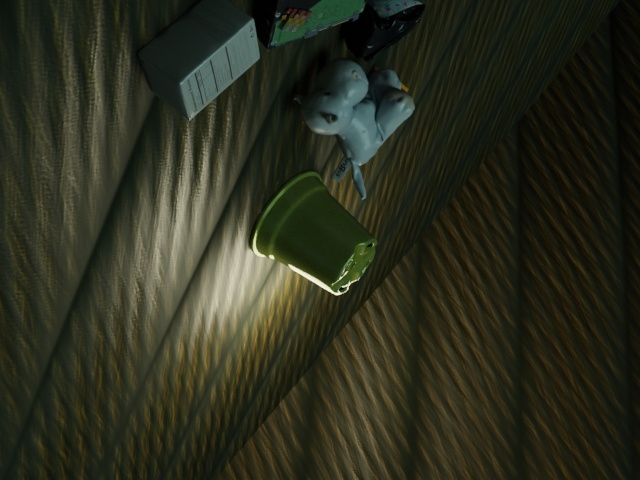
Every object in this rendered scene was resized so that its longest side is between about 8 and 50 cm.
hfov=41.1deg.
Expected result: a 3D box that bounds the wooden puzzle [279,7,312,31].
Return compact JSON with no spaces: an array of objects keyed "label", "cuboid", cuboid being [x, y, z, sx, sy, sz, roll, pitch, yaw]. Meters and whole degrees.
[{"label":"wooden puzzle","cuboid":[-0.046,-0.408,1.584,0.083,0.006,0.049,-11,149,-51]}]

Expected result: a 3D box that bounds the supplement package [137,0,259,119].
[{"label":"supplement package","cuboid":[-0.205,-0.316,1.460,0.179,0.105,0.105,-45,159,-19]}]

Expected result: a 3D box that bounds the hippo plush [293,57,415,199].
[{"label":"hippo plush","cuboid":[0.041,-0.302,1.972,0.236,0.234,0.294,25,100,-44]}]

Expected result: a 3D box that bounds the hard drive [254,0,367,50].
[{"label":"hard drive","cuboid":[0.011,-0.510,1.544,0.236,0.064,0.339,-26,158,-25]}]

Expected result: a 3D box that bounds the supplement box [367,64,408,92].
[{"label":"supplement box","cuboid":[0.134,-0.343,2.207,0.188,0.080,0.104,-56,161,9]}]

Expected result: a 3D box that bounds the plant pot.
[{"label":"plant pot","cuboid":[0.000,0.000,2.240,0.276,0.254,0.276,-44,159,-21]}]

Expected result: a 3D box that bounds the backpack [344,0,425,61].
[{"label":"backpack","cuboid":[0.145,-0.500,1.907,0.182,0.115,0.152,-35,174,-27]}]
